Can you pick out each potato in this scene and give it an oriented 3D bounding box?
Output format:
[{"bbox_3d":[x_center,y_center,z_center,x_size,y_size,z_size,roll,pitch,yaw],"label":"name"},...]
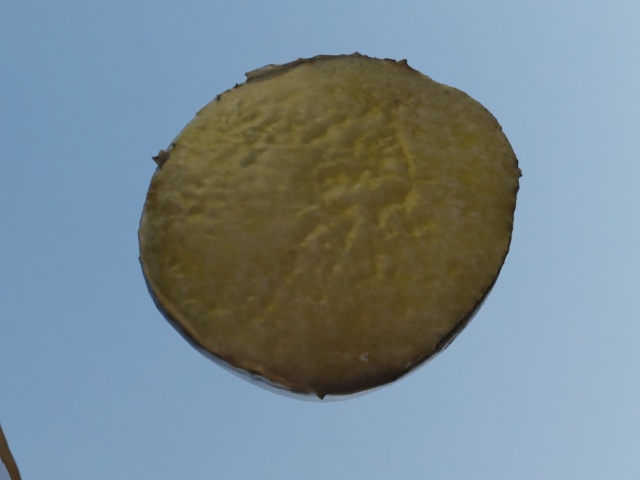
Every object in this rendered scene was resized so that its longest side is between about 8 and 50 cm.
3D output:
[{"bbox_3d":[0.000,0.000,0.750,0.299,0.239,0.116,-60,-7,-40],"label":"potato"}]

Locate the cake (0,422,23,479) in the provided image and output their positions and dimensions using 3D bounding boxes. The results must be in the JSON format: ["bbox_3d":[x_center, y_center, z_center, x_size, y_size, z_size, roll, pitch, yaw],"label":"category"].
[{"bbox_3d":[-0.218,0.061,0.360,0.293,0.196,0.199,57,173,21],"label":"cake"}]
